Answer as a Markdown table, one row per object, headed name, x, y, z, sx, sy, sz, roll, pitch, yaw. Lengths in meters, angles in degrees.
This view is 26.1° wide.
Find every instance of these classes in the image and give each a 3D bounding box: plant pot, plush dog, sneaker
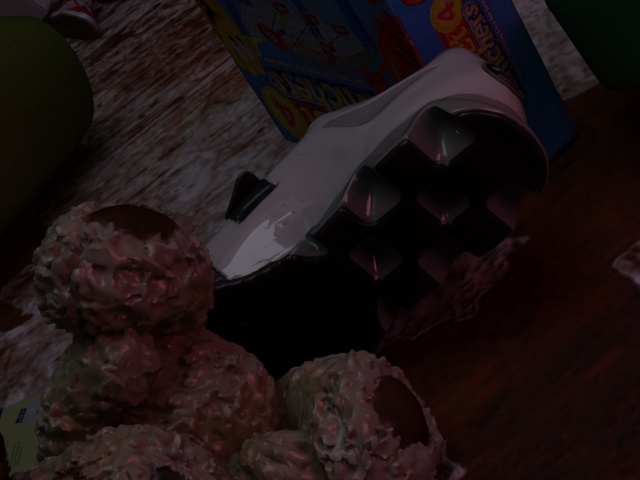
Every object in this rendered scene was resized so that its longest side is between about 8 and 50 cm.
| name | x | y | z | sx | sy | sz | roll | pitch | yaw |
| --- | --- | --- | --- | --- | --- | --- | --- | --- | --- |
| plant pot | -0.366 | -0.097 | 1.313 | 0.274 | 0.275 | 0.293 | 3 | 31 | 45 |
| plush dog | -0.097 | 0.141 | 0.765 | 0.211 | 0.262 | 0.225 | -52 | 3 | 41 |
| sneaker | -0.287 | -0.280 | 1.679 | 0.067 | 0.042 | 0.118 | -49 | 32 | -19 |
| sneaker | 0.000 | 0.000 | 0.903 | 0.330 | 0.122 | 0.146 | -36 | 29 | 19 |

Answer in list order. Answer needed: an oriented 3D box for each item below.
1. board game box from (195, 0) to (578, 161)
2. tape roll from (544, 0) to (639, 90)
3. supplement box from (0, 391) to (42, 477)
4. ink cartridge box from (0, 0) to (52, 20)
| name | x | y | z | sx | sy | sz | roll | pitch | yaw |
| --- | --- | --- | --- | --- | --- | --- | --- | --- | --- |
| board game box | 0.005 | -0.191 | 1.023 | 0.086 | 0.302 | 0.308 | -43 | 31 | -16 |
| tape roll | 0.293 | -0.216 | 0.869 | 0.321 | 0.077 | 0.321 | -35 | 8 | 6 |
| supplement box | -0.183 | 0.149 | 0.953 | 0.083 | 0.056 | 0.083 | -24 | 32 | 15 |
| ink cartridge box | -0.380 | -0.307 | 1.750 | 0.109 | 0.063 | 0.150 | -44 | 23 | 31 |
